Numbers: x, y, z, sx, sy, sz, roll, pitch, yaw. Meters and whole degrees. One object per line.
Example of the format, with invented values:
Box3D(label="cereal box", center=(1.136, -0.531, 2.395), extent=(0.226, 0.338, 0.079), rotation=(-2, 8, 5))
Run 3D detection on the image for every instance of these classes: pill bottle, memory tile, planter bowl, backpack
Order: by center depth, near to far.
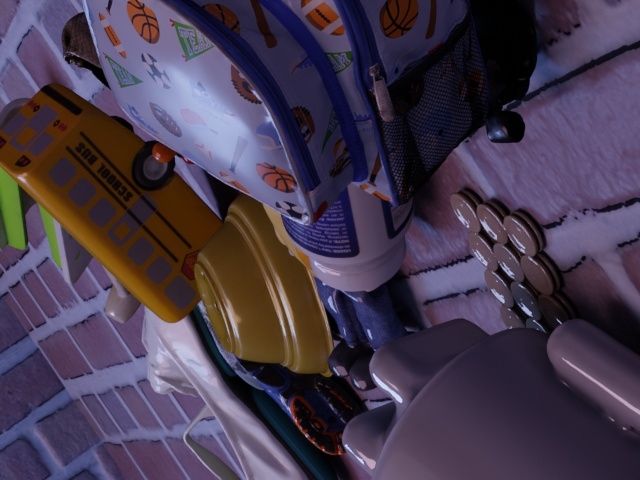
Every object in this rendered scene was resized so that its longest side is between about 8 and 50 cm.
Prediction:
Box3D(label="backpack", center=(-0.028, -0.162, 1.182), extent=(0.276, 0.213, 0.263), rotation=(26, 146, 29))
Box3D(label="memory tile", center=(0.157, 0.030, 1.468), extent=(0.113, 0.012, 0.148), rotation=(26, 146, 58))
Box3D(label="pill bottle", center=(0.018, -0.046, 1.529), extent=(0.112, 0.112, 0.187), rotation=(44, 159, 34))
Box3D(label="planter bowl", center=(-0.070, 0.053, 1.911), extent=(0.217, 0.090, 0.217), rotation=(159, 90, -78))

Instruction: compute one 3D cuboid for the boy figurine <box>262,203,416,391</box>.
Box3D(label="boy figurine", center=(0.000, 0.000, 1.708), extent=(0.177, 0.092, 0.285), rotation=(30, 154, 59))

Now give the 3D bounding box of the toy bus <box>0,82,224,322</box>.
Box3D(label="toy bus", center=(-0.189, -0.025, 1.993), extent=(0.108, 0.130, 0.333), rotation=(32, 167, 51))

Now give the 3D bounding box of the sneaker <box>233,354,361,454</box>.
Box3D(label="sneaker", center=(-0.035, 0.151, 2.108), extent=(0.221, 0.083, 0.087), rotation=(56, 171, 11))

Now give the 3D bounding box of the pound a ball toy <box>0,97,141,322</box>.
Box3D(label="pound a ball toy", center=(-0.319, -0.042, 2.478), extent=(0.208, 0.136, 0.319), rotation=(25, 156, 10))

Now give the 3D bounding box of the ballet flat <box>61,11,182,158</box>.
Box3D(label="ballet flat", center=(-0.200, -0.156, 2.005), extent=(0.250, 0.058, 0.084), rotation=(46, 162, 27))

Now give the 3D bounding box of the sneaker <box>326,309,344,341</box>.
Box3D(label="sneaker", center=(0.025, 0.083, 1.890), extent=(0.044, 0.040, 0.109), rotation=(58, 172, -23))

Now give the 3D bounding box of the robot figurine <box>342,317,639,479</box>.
Box3D(label="robot figurine", center=(0.178, 0.201, 1.390), extent=(0.353, 0.199, 0.300), rotation=(40, 130, 30))

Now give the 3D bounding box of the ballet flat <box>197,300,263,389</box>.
Box3D(label="ballet flat", center=(-0.098, 0.091, 2.194), extent=(0.188, 0.070, 0.070), rotation=(53, 163, -4))

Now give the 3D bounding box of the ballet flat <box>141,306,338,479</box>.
Box3D(label="ballet flat", center=(-0.130, 0.183, 2.285), extent=(0.400, 0.139, 0.139), rotation=(57, 163, -9))

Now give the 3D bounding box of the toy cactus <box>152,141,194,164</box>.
Box3D(label="toy cactus", center=(-0.136, -0.154, 1.796), extent=(0.180, 0.112, 0.219), rotation=(65, 172, 1))
